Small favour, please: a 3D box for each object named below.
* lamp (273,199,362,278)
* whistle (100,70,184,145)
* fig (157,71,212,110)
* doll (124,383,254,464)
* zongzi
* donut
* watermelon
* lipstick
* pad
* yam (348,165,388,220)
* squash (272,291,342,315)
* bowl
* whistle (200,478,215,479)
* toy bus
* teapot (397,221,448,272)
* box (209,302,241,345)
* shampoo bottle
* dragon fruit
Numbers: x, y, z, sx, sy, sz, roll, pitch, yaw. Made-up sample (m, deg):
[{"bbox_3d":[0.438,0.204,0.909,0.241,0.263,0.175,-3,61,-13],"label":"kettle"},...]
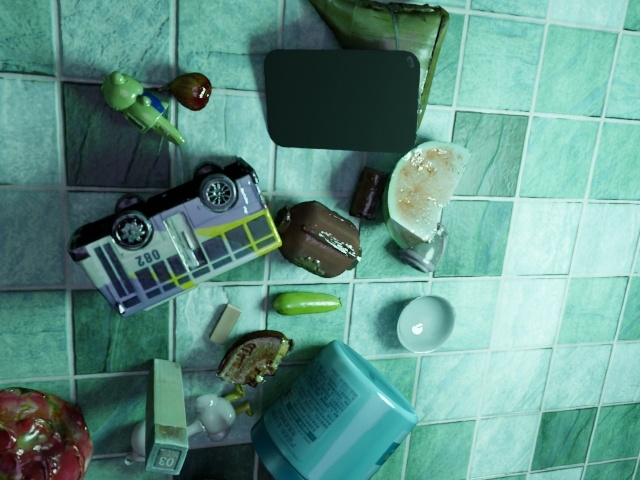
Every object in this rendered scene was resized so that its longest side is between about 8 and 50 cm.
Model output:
[{"bbox_3d":[0.000,0.000,1.440,0.258,0.180,0.180,28,97,-21],"label":"lamp"},{"bbox_3d":[-0.406,-0.301,1.277,0.227,0.105,0.085,39,62,-24],"label":"whistle"},{"bbox_3d":[-0.320,-0.356,1.301,0.125,0.089,0.089,17,102,3],"label":"fig"},{"bbox_3d":[-0.367,0.523,1.537,0.365,0.094,0.160,-23,114,-9],"label":"doll"},{"bbox_3d":[0.105,-0.431,1.362,0.360,0.160,0.323,9,105,-9],"label":"zongzi"},{"bbox_3d":[-0.179,0.304,1.510,0.144,0.126,0.187,31,92,-15],"label":"donut"},{"bbox_3d":[0.271,-0.136,1.468,0.305,0.180,0.224,-60,154,-18],"label":"watermelon"},{"bbox_3d":[-0.376,0.410,1.347,0.079,0.371,0.076,16,102,-20],"label":"lipstick"},{"bbox_3d":[0.054,-0.316,1.379,0.375,0.063,0.315,6,118,11],"label":"pad"},{"bbox_3d":[0.131,-0.124,1.498,0.079,0.079,0.141,14,99,-20],"label":"yam"},{"bbox_3d":[-0.034,0.175,1.544,0.201,0.066,0.066,1,106,-17],"label":"squash"},{"bbox_3d":[0.297,0.234,1.649,0.188,0.086,0.189,-4,105,-15],"label":"bowl"},{"bbox_3d":[-0.347,0.836,1.606,0.189,0.189,0.348,15,112,-20],"label":"whistle"},{"bbox_3d":[-0.337,-0.008,1.324,0.439,0.209,0.249,-25,113,-10],"label":"toy bus"},{"bbox_3d":[0.309,0.018,1.575,0.148,0.116,0.146,34,84,-18],"label":"teapot"},{"bbox_3d":[-0.259,0.227,1.516,0.048,0.025,0.115,26,97,-16],"label":"box"},{"bbox_3d":[0.041,0.498,1.522,0.331,0.331,0.343,41,90,-23],"label":"shampoo bottle"},{"bbox_3d":[-0.765,0.573,1.365,0.386,0.249,0.371,-34,108,-7],"label":"dragon fruit"}]
